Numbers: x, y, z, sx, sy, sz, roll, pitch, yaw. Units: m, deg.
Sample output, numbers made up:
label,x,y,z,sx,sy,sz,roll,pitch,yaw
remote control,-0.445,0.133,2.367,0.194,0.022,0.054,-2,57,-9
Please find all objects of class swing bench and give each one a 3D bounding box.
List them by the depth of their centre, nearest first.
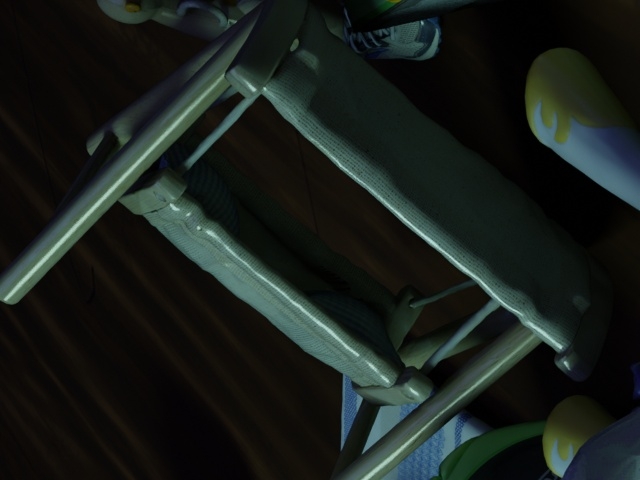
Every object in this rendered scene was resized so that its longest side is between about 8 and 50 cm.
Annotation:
label,x,y,z,sx,sy,sz,roll,pitch,yaw
swing bench,0.000,0.000,1.096,0.253,0.165,0.254,42,129,-15

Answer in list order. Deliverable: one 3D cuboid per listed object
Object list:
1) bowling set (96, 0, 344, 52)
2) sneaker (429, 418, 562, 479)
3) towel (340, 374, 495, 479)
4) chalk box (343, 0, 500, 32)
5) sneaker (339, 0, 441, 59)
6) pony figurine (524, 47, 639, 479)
label,x,y,z,sx,sy,sz,roll,pitch,yaw
bowling set,-0.070,-0.242,1.228,0.287,0.154,0.200,-133,54,-68
sneaker,0.167,0.331,1.013,0.202,0.185,0.483,-16,77,33
towel,0.099,0.206,1.306,0.285,0.034,0.209,32,129,51
chalk box,0.096,-0.208,0.981,0.213,0.132,0.132,-24,83,62
sneaker,0.030,-0.135,1.228,0.135,0.058,0.052,-3,101,62
pony figurine,0.201,0.068,0.822,0.363,0.302,0.351,-159,65,-76
